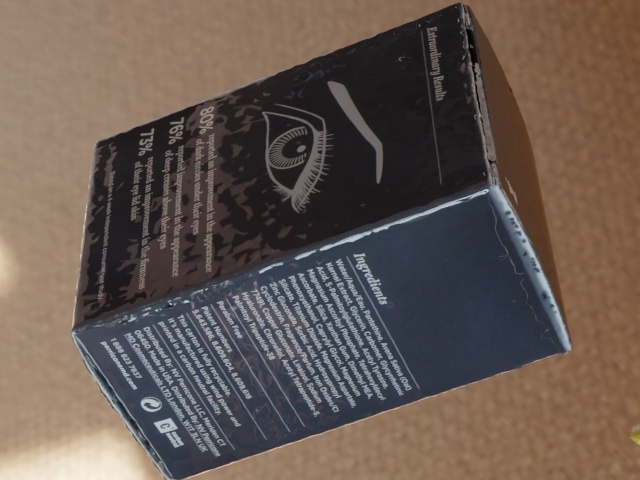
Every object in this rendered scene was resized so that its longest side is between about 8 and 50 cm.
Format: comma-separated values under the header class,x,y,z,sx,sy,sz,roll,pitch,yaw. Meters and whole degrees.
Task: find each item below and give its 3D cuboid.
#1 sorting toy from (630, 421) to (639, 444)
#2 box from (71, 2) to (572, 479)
class,x,y,z,sx,sy,sz,roll,pitch,yaw
sorting toy,0.278,0.117,0.833,0.274,0.132,0.046,25,63,3
box,0.000,0.000,0.893,0.207,0.108,0.153,-18,37,14
